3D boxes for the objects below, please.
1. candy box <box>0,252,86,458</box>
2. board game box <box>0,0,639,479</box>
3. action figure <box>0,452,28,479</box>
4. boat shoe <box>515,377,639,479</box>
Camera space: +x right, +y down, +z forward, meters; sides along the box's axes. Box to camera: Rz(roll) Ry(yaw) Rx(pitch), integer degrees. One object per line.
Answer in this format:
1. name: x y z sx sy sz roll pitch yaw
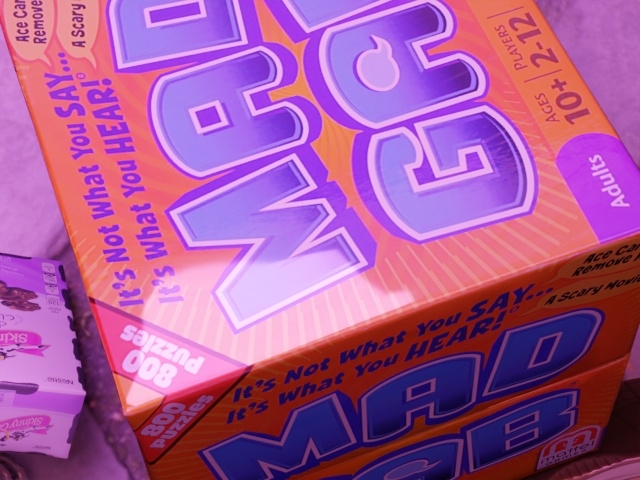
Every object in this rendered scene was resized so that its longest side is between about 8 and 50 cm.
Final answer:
1. candy box: -0.288 0.085 1.089 0.164 0.070 0.196 9 28 -23
2. board game box: 0.000 0.000 1.021 0.356 0.356 0.356 -19 59 -9
3. action figure: -0.317 0.221 1.082 0.275 0.164 0.141 38 79 15
4. boat shoe: 0.235 0.207 1.149 0.302 0.098 0.109 -20 31 -9
